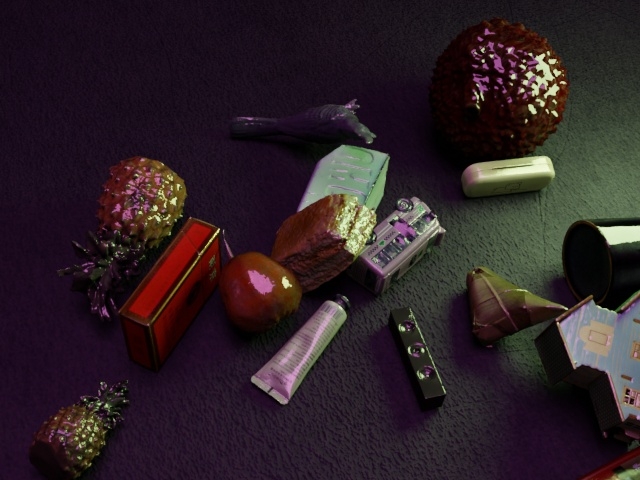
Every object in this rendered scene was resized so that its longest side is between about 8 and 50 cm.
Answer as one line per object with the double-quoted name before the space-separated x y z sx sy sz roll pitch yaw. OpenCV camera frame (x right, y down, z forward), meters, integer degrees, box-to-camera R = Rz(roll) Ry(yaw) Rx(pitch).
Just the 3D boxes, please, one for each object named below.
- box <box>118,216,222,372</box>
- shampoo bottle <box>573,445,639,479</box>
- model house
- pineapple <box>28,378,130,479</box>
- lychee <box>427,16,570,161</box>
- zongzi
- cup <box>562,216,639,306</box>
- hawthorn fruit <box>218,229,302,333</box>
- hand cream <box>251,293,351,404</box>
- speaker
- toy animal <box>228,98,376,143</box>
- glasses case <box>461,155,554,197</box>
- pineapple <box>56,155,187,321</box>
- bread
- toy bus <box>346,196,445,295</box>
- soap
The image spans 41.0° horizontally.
"box" -0.260 0.095 1.527 0.074 0.153 0.240 18 52 16
"shampoo bottle" 0.449 0.423 1.356 0.314 0.076 0.118 -20 57 -19
"model house" 0.477 0.194 1.470 0.206 0.178 0.271 19 72 3
"pineapple" -0.382 0.297 1.396 0.108 0.108 0.198 23 40 14
"lychee" 0.381 -0.316 1.833 0.306 0.306 0.330 35 29 23
"zongzi" 0.354 0.097 1.574 0.176 0.078 0.160 -27 46 25
"cup" 0.585 0.070 1.643 0.176 0.240 0.166 -7 9 -17
"hawthorn fruit" -0.129 0.090 1.539 0.189 0.149 0.149 26 53 8
"hand cream" -0.025 0.189 1.540 0.080 0.050 0.234 31 60 19
"speaker" 0.170 0.209 1.532 0.040 0.046 0.191 -9 50 -13
"toy animal" 0.002 -0.254 1.845 0.366 0.081 0.205 10 25 34
"glasses case" 0.395 -0.134 1.806 0.196 0.083 0.050 -7 66 -8
"pineapple" -0.374 0.004 1.609 0.169 0.169 0.341 14 59 7
"bread" 0.000 0.000 1.595 0.102 0.196 0.138 39 45 -24
"toy bus" 0.145 0.009 1.664 0.108 0.096 0.199 40 60 20
"soap" 0.049 -0.099 1.750 0.145 0.091 0.231 15 52 8
